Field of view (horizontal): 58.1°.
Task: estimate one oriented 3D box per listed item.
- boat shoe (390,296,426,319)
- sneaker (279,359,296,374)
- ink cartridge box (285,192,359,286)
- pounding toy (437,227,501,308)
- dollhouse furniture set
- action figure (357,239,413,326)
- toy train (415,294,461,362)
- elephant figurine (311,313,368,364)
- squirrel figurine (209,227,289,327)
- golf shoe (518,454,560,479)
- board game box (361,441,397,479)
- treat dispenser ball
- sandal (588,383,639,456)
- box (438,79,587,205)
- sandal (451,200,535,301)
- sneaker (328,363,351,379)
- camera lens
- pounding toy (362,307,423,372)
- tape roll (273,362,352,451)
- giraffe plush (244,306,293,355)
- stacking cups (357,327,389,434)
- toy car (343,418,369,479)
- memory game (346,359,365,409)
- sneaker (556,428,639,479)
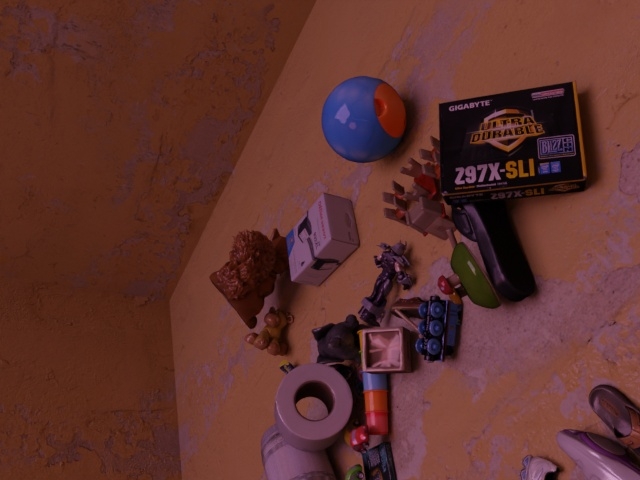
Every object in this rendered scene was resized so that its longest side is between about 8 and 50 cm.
[{"bbox_3d":[0.281,0.194,1.701,0.178,0.064,0.060,-8,49,53],"label":"boat shoe"},{"bbox_3d":[-0.104,0.532,2.273,0.053,0.059,0.144,-41,52,1],"label":"sneaker"},{"bbox_3d":[0.000,0.000,2.213,0.307,0.129,0.223,-47,40,42],"label":"ink cartridge box"},{"bbox_3d":[0.348,0.097,1.449,0.110,0.183,0.237,-30,21,7],"label":"pounding toy"},{"bbox_3d":[0.321,-0.133,1.738,0.262,0.135,0.259,-51,27,39],"label":"dollhouse furniture set"},{"bbox_3d":[0.208,0.126,1.835,0.285,0.099,0.185,-66,23,12],"label":"action figure"},{"bbox_3d":[0.322,0.241,1.565,0.080,0.105,0.184,-17,64,63],"label":"toy train"},{"bbox_3d":[0.042,0.355,1.937,0.239,0.186,0.169,-24,31,43],"label":"elephant figurine"},{"bbox_3d":[-0.252,0.115,2.397,0.281,0.370,0.397,47,166,18],"label":"squirrel figurine"},{"bbox_3d":[0.466,0.554,1.227,0.086,0.069,0.176,-6,75,54],"label":"golf shoe"},{"bbox_3d":[0.179,0.710,1.714,0.126,0.026,0.186,-46,41,43],"label":"board game box"},{"bbox_3d":[0.146,-0.408,1.953,0.288,0.288,0.288,-32,52,53],"label":"treat dispenser ball"},{"bbox_3d":[0.590,0.349,1.090,0.219,0.060,0.090,49,122,56],"label":"sandal"},{"bbox_3d":[0.450,-0.229,1.379,0.321,0.079,0.257,-4,71,21],"label":"box"},{"bbox_3d":[0.403,-0.040,1.469,0.107,0.167,0.446,-42,45,41],"label":"sandal"},{"bbox_3d":[0.069,0.470,1.970,0.161,0.057,0.075,174,88,-74],"label":"sneaker"},{"bbox_3d":[-0.075,0.771,1.944,0.219,0.219,0.274,-62,32,25],"label":"camera lens"},{"bbox_3d":[0.235,0.298,1.708,0.206,0.094,0.181,-8,70,23],"label":"pounding toy"},{"bbox_3d":[-0.026,0.543,1.873,0.169,0.246,0.246,99,166,-57],"label":"tape roll"},{"bbox_3d":[-0.197,0.372,2.423,0.210,0.181,0.171,38,-104,-84],"label":"giraffe plush"},{"bbox_3d":[0.175,0.434,1.781,0.096,0.096,0.316,-34,54,51],"label":"stacking cups"},{"bbox_3d":[0.103,0.666,1.754,0.239,0.053,0.225,114,159,-78],"label":"toy car"},{"bbox_3d":[0.136,0.466,1.904,0.186,0.012,0.186,-33,51,53],"label":"memory game"},{"bbox_3d":[0.545,0.469,1.064,0.305,0.114,0.152,38,111,59],"label":"sneaker"}]
